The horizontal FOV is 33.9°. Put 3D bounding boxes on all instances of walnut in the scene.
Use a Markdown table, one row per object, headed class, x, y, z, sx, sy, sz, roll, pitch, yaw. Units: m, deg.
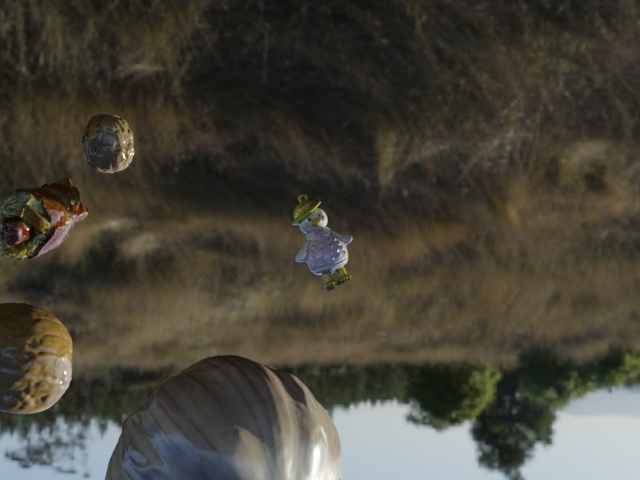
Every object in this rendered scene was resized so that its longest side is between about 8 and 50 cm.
| class | x | y | z | sx | sy | sz | roll | pitch | yaw |
| --- | --- | --- | --- | --- | --- | --- | --- | --- | --- |
| walnut | -0.563 | 0.211 | 1.896 | 0.228 | 0.228 | 0.228 | 3 | 170 | 0 |
| walnut | -0.332 | -0.151 | 1.645 | 0.079 | 0.096 | 0.082 | 14 | -153 | 33 |

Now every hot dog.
| class | x | y | z | sx | sy | sz | roll | pitch | yaw |
| --- | --- | --- | --- | --- | --- | --- | --- | --- | --- |
| hot dog | -0.501 | -0.036 | 1.911 | 0.103 | 0.146 | 0.213 | 29 | -151 | 19 |

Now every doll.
| class | x | y | z | sx | sy | sz | roll | pitch | yaw |
| --- | --- | --- | --- | --- | --- | --- | --- | --- | --- |
| doll | 0.000 | 0.000 | 2.170 | 0.129 | 0.207 | 0.081 | -23 | 178 | -11 |

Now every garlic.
| class | x | y | z | sx | sy | sz | roll | pitch | yaw |
| --- | --- | --- | --- | --- | --- | --- | --- | --- | --- |
| garlic | -0.122 | 0.286 | 1.328 | 0.317 | 0.317 | 0.259 | 15 | -153 | -51 |
